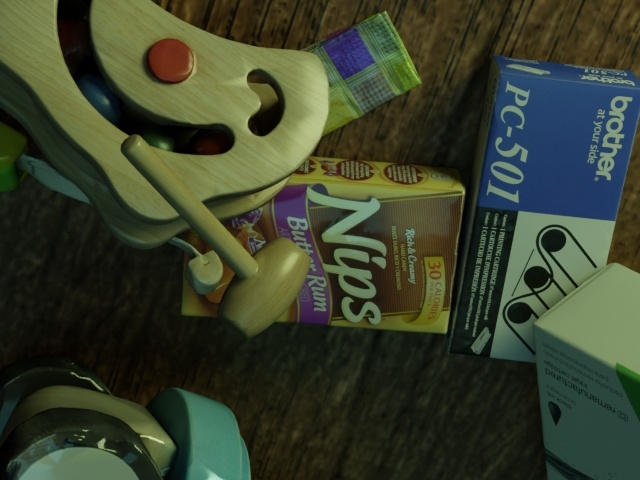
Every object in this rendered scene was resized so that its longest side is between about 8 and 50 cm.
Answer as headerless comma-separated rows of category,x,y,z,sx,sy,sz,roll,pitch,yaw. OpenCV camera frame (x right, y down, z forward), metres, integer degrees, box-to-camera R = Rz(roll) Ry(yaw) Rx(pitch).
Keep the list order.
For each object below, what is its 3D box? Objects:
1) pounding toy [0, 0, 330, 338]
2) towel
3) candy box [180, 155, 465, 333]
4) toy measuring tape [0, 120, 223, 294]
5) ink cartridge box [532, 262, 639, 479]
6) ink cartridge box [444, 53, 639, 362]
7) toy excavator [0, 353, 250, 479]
pounding toy,-0.078,-0.088,0.794,0.154,0.155,0.269,-42,90,-20
towel,0.019,-0.110,0.892,0.083,0.009,0.060,-26,110,12
candy box,0.000,0.000,0.918,0.187,0.053,0.109,3,113,-2
toy measuring tape,-0.229,-0.020,0.861,0.330,0.121,0.121,30,111,0
ink cartridge box,0.230,0.142,0.893,0.087,0.153,0.208,-33,130,-27
ink cartridge box,0.148,-0.017,0.911,0.097,0.046,0.207,6,113,-3
toy excavator,-0.072,0.340,0.930,0.445,0.222,0.433,20,89,-18
